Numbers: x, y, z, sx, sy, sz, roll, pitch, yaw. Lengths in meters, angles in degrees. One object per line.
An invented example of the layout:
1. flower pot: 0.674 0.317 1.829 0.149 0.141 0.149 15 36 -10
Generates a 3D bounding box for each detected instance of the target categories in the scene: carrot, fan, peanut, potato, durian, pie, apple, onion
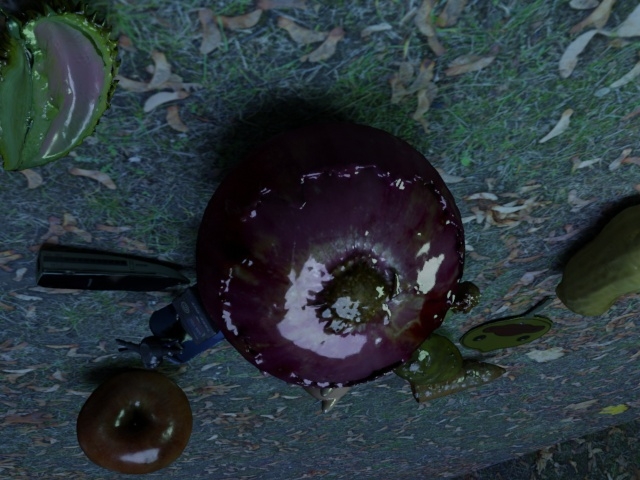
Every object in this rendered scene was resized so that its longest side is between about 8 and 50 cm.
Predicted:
1. carrot: 0.364 0.365 1.856 0.263 0.101 0.102 -10 151 -1
2. fan: 0.471 0.210 1.694 0.230 0.011 0.335 2 151 -18
3. peanut: 0.559 0.048 1.307 0.148 0.147 0.318 0 147 -16
4. potato: 0.246 0.278 1.657 0.149 0.113 0.251 -36 150 27
5. durian: -0.289 -0.177 0.731 0.137 0.095 0.220 -33 166 -39
6. pie: 0.142 0.129 1.357 0.257 0.105 0.274 2 159 -30
7. apple: -0.420 0.416 1.591 0.254 0.253 0.253 -7 150 -4
8. onion: 0.006 0.002 0.950 0.359 0.345 0.358 -13 138 -12

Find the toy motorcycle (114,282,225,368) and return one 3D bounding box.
1. toy motorcycle: -0.207 0.130 1.209 0.213 0.125 0.358 -27 175 -38

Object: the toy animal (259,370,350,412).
1. toy animal: -0.040 0.212 1.367 0.250 0.154 0.166 26 140 21

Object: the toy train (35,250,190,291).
1. toy train: -0.337 0.051 1.163 0.252 0.048 0.055 6 143 -35
